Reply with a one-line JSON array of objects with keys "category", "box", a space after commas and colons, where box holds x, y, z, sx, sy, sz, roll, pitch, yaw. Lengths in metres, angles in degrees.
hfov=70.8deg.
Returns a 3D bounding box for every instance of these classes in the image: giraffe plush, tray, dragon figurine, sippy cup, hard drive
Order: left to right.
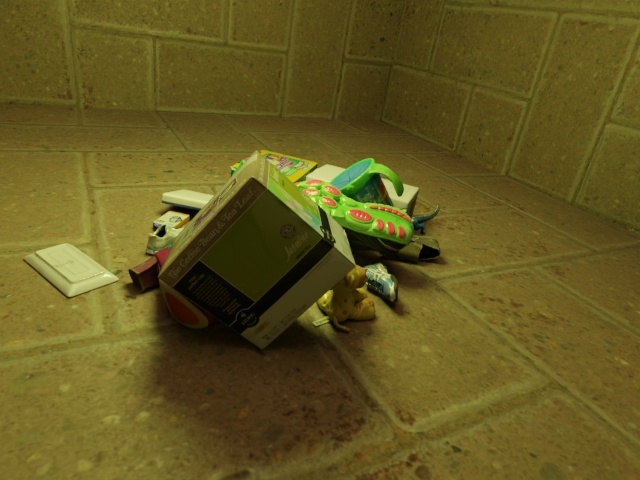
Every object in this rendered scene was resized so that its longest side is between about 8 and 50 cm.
[{"category": "tray", "box": [-0.721, 0.072, 1.298, 0.270, 0.030, 0.145, 25, 31, 30]}, {"category": "hard drive", "box": [-0.429, -0.146, 1.781, 0.318, 0.041, 0.210, 11, 12, 4]}, {"category": "giraffe plush", "box": [0.066, 0.132, 1.270, 0.181, 0.171, 0.210, 24, 29, 28]}, {"category": "sippy cup", "box": [0.161, -0.154, 1.710, 0.240, 0.224, 0.305, -39, 19, -9]}, {"category": "dragon figurine", "box": [0.326, -0.066, 1.734, 0.144, 0.289, 0.085, 42, 18, -23]}]

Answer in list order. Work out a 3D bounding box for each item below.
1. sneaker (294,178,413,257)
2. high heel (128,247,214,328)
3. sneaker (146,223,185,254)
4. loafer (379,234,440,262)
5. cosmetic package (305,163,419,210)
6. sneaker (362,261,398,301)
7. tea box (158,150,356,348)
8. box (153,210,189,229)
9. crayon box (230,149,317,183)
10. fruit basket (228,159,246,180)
[{"category": "sneaker", "box": [0.072, -0.057, 1.558, 0.481, 0.202, 0.185, 23, 48, 9]}, {"category": "high heel", "box": [-0.357, 0.107, 1.221, 0.377, 0.127, 0.181, 25, 40, 37]}, {"category": "sneaker", "box": [-0.499, -0.020, 1.501, 0.071, 0.083, 0.190, 16, 25, 19]}, {"category": "loafer", "box": [0.336, 0.028, 1.662, 0.250, 0.095, 0.087, -2, 27, -16]}, {"category": "cosmetic package", "box": [0.176, -0.185, 1.970, 0.452, 0.162, 0.230, 18, 27, 17]}, {"category": "sneaker", "box": [0.186, 0.136, 1.425, 0.081, 0.080, 0.211, -4, 18, -13]}, {"category": "tea box", "box": [-0.150, 0.025, 1.106, 0.323, 0.329, 0.220, 41, 16, -22]}, {"category": "box", "box": [-0.547, -0.066, 1.644, 0.081, 0.028, 0.136, 14, 28, 9]}, {"category": "crayon box", "box": [-0.215, -0.326, 2.197, 0.312, 0.106, 0.363, 16, 27, 11]}, {"category": "fruit basket", "box": [-0.184, -0.148, 1.753, 0.353, 0.165, 0.327, 38, 6, -33]}]
